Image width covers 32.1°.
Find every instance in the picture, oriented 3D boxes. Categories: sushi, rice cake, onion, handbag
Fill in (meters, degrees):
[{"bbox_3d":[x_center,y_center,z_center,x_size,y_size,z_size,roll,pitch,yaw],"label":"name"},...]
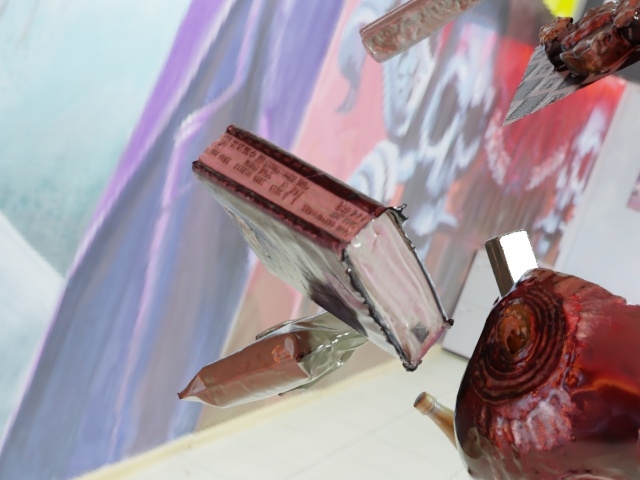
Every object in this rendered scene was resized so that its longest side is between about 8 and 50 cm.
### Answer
[{"bbox_3d":[0.395,-0.308,1.623,0.059,0.294,0.292,53,37,-16],"label":"sushi"},{"bbox_3d":[0.141,-0.258,1.176,0.040,0.226,0.085,59,1,-13],"label":"rice cake"},{"bbox_3d":[0.244,0.167,0.994,0.216,0.207,0.206,35,-9,-33],"label":"onion"},{"bbox_3d":[-0.043,0.179,1.737,0.253,0.109,0.315,-22,-4,-44],"label":"handbag"}]

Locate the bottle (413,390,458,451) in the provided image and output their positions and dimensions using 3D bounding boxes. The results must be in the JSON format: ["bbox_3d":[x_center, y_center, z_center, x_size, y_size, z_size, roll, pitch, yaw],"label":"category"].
[{"bbox_3d":[0.279,0.366,2.024,0.269,0.083,0.083,37,4,-13],"label":"bottle"}]

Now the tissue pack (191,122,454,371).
[{"bbox_3d":[0.000,0.000,1.522,0.361,0.122,0.259,31,-20,44],"label":"tissue pack"}]

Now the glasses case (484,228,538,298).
[{"bbox_3d":[0.351,0.076,1.952,0.077,0.184,0.039,-14,-6,-35],"label":"glasses case"}]
